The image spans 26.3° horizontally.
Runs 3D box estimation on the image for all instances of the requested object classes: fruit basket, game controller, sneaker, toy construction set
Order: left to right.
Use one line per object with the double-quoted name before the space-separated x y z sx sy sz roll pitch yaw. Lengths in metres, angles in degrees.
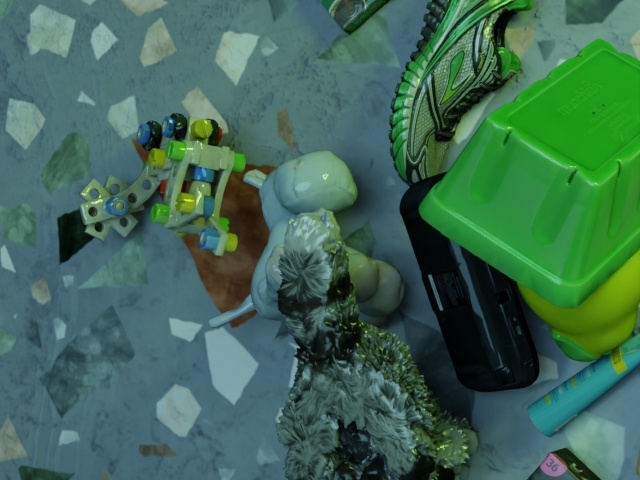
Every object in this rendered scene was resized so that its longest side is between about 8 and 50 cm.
"toy construction set" -0.233 -0.083 2.100 0.328 0.151 0.215 0 82 47
"sneaker" 0.197 -0.231 1.960 0.146 0.134 0.343 22 99 15
"game controller" 0.206 0.061 1.920 0.166 0.067 0.319 -16 92 65
"fruit basket" 0.327 -0.028 1.811 0.283 0.392 0.392 35 100 21

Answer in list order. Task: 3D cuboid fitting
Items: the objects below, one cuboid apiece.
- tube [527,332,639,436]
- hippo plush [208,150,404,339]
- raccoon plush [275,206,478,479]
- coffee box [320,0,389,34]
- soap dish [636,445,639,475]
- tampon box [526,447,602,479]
"tube" 0.381 0.193 1.888 0.207 0.080 0.052 -40 104 18
"hippo plush" 0.000 0.000 2.021 0.294 0.234 0.236 143 135 -59
"raccoon plush" 0.099 0.175 1.870 0.216 0.299 0.446 2 93 25
"coffee box" 0.028 -0.419 2.093 0.113 0.040 0.184 -39 73 16
"soap dish" 0.575 0.220 1.773 0.291 0.118 0.229 9 90 24
"tampon box" 0.319 0.386 1.880 0.120 0.101 0.161 42 102 19
